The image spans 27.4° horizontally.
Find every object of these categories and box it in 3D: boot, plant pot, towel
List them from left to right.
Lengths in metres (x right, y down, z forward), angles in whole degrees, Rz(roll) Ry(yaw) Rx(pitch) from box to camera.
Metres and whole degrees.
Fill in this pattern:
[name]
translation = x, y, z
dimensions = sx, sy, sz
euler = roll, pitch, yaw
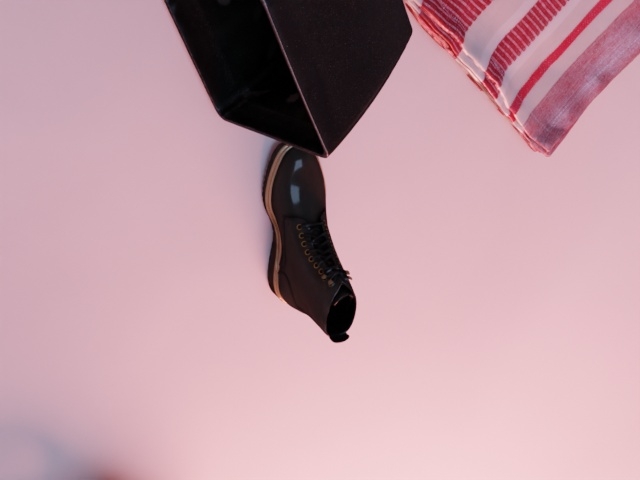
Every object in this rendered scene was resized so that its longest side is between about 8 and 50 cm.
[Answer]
[plant pot]
translation = -0.021, -0.219, 1.288
dimensions = 0.167, 0.187, 0.188
euler = -39, 127, -22
[boot]
translation = 0.000, 0.000, 1.428
dimensions = 0.076, 0.137, 0.198
euler = -16, 120, -23
[towel]
translation = 0.249, -0.273, 1.497
dimensions = 0.237, 0.037, 0.329
euler = -49, 127, 0
